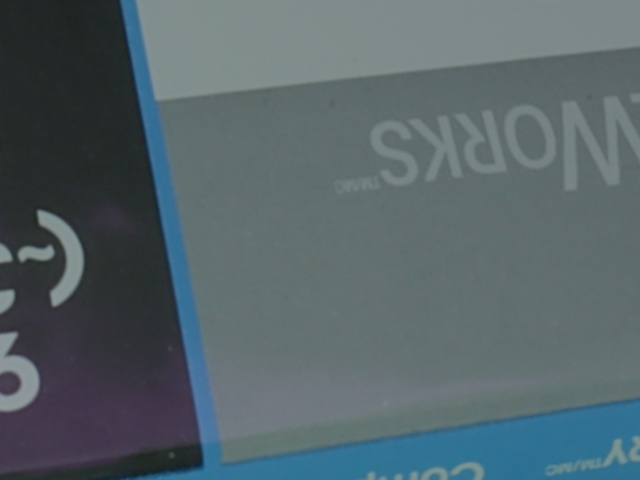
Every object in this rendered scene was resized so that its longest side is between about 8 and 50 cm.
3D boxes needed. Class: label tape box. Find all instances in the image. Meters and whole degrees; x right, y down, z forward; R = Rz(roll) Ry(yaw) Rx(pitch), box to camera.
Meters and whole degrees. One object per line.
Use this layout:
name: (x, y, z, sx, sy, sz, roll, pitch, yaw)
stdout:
label tape box: (0.000, 0.000, 0.401, 0.249, 0.115, 0.348, -7, 64, -12)
